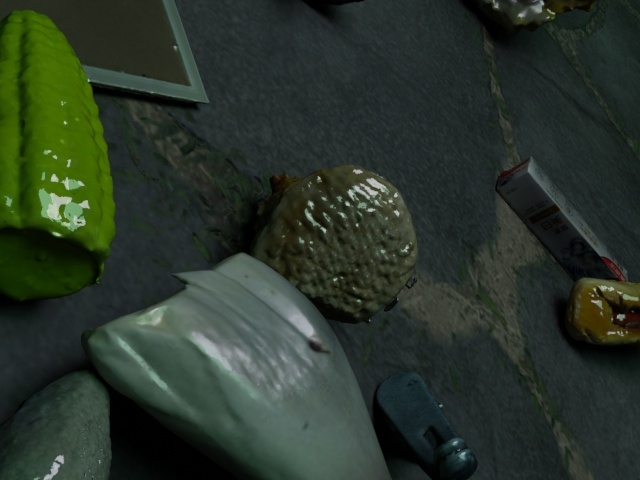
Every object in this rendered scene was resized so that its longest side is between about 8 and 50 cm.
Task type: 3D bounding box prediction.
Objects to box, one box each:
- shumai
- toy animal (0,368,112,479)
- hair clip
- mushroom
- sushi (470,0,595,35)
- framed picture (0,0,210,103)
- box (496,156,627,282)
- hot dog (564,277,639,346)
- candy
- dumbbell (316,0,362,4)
[{"bbox_3d":[0.002,-0.004,0.741,0.145,0.145,0.116,37,-2,-26],"label":"shumai"},{"bbox_3d":[-0.165,0.158,0.428,0.070,0.079,0.253,46,37,-15],"label":"toy animal"},{"bbox_3d":[0.087,0.145,0.642,0.083,0.048,0.275,62,-4,2],"label":"hair clip"},{"bbox_3d":[-0.013,0.153,0.593,0.328,0.122,0.159,54,48,-9],"label":"mushroom"},{"bbox_3d":[0.363,-0.510,1.307,0.351,0.396,0.240,49,33,-27],"label":"sushi"},{"bbox_3d":[-0.211,-0.238,0.732,0.216,0.016,0.273,3,62,-50],"label":"framed picture"},{"bbox_3d":[0.317,-0.012,1.160,0.218,0.055,0.039,45,39,-15],"label":"box"},{"bbox_3d":[0.409,0.095,1.125,0.242,0.073,0.084,7,95,-35],"label":"hot dog"},{"bbox_3d":[-0.184,-0.066,0.569,0.097,0.097,0.209,19,48,-42],"label":"candy"},{"bbox_3d":[0.026,-0.425,1.019,0.185,0.185,0.388,32,43,-31],"label":"dumbbell"}]
